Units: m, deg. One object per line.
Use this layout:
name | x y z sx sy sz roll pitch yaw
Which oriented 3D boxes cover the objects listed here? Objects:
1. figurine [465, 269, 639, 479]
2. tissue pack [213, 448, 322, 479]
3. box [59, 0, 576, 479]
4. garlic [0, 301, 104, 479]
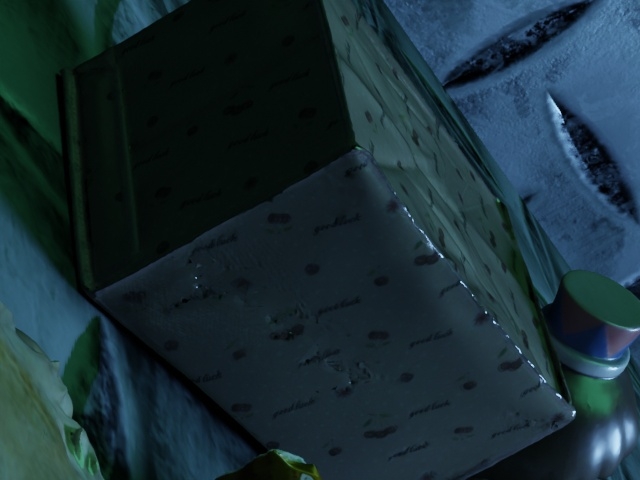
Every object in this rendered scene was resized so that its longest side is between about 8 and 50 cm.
figurine | 0.162 0.149 1.210 0.161 0.158 0.276 -51 151 -43
tissue pack | 0.016 0.239 0.846 0.183 0.092 0.226 46 22 -43
box | 0.000 0.000 1.073 0.297 0.190 0.225 47 21 -39
garlic | -0.152 0.080 0.468 0.228 0.152 0.228 57 6 -10
